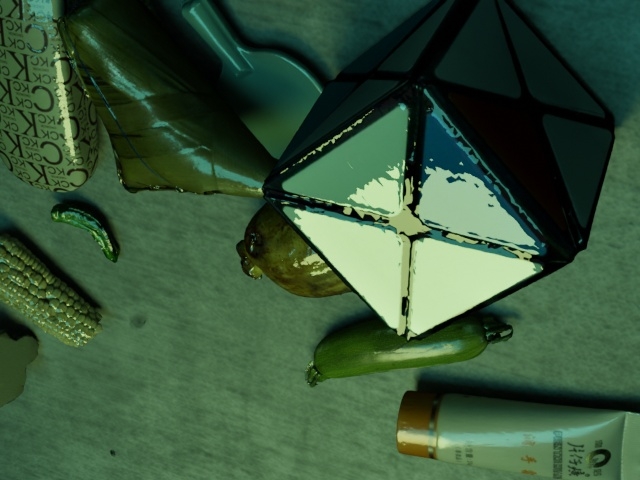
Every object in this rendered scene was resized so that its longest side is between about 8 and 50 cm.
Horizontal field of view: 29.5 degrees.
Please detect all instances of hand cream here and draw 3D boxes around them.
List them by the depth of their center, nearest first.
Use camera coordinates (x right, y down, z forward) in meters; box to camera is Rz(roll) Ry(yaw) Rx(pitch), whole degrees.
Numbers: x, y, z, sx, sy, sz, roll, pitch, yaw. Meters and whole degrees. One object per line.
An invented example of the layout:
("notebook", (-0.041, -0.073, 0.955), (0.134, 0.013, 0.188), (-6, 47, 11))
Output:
("hand cream", (0.259, 0.257, 1.578), (0.314, 0.089, 0.140), (2, 128, 16))

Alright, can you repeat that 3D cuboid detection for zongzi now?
("zongzi", (-0.156, -0.167, 1.395), (0.289, 0.123, 0.260), (9, 130, 44))

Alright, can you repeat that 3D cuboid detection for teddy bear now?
("teddy bear", (-0.587, 0.182, 1.890), (0.251, 0.171, 0.144), (6, 107, 30))

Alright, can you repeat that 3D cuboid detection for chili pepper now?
("chili pepper", (-0.318, -0.018, 1.687), (0.118, 0.035, 0.055), (38, 145, -17))

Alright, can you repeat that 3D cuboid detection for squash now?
("squash", (0.093, 0.138, 1.569), (0.318, 0.071, 0.080), (-16, 117, 35))

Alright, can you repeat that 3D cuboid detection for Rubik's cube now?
("Rubik's cube", (0.129, -0.084, 1.267), (0.250, 0.248, 0.246), (47, 130, -13))

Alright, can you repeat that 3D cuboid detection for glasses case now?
("glasses case", (-0.357, -0.217, 1.518), (0.137, 0.085, 0.355), (12, 128, 16))

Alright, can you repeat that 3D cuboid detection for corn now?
("corn", (-0.414, 0.076, 1.775), (0.211, 0.087, 0.087), (43, 132, -14))

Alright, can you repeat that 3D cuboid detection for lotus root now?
("lotus root", (0.000, 0.000, 1.476), (0.260, 0.128, 0.145), (-12, 128, 35))

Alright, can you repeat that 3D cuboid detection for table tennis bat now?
("table tennis bat", (-0.079, -0.190, 1.433), (0.153, 0.040, 0.244), (-22, 115, 41))
